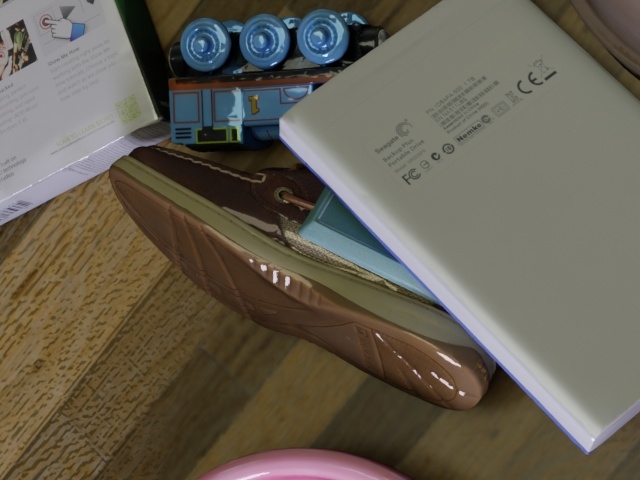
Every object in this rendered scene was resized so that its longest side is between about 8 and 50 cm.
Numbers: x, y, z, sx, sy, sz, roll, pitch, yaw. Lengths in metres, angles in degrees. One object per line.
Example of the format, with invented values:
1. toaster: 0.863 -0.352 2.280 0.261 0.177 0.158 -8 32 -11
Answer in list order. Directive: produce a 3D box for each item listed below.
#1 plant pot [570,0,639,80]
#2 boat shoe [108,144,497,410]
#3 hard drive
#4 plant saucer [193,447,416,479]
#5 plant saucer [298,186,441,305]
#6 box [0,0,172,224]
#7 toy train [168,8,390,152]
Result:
1. plant pot: 0.273 -0.254 1.164 0.323 0.280 0.323 -2 84 24
2. boat shoe: 0.000 0.000 1.361 0.342 0.123 0.123 26 64 24
3. hard drive: 0.153 -0.031 1.271 0.210 0.040 0.318 -37 69 -19
4. plant saucer: 0.000 0.319 1.338 0.332 0.084 0.332 -2 86 23
5. plant saucer: 0.083 0.011 1.284 0.192 0.018 0.067 26 52 6
6. box: -0.266 -0.191 1.512 0.232 0.058 0.322 -25 77 20
7. toy train: -0.032 -0.122 1.396 0.184 0.080 0.105 -1 94 21
